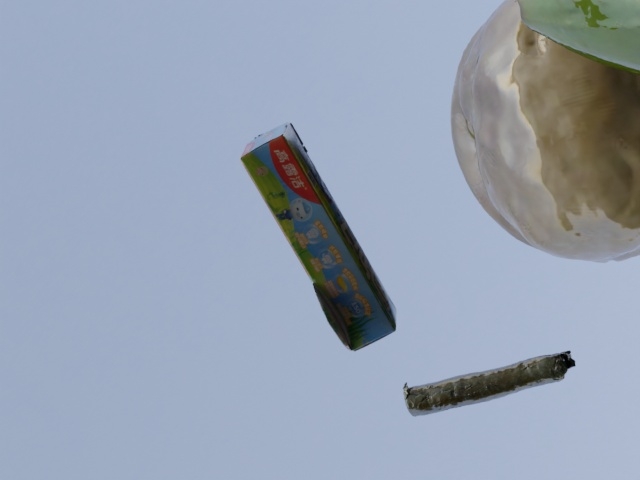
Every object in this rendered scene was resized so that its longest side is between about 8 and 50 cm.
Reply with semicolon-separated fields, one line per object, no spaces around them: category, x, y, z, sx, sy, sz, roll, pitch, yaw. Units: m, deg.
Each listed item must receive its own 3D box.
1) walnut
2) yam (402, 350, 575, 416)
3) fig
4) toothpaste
walnut;0.329;-0.153;1.652;0.381;0.381;0.381;8;-110;-23
yam;0.127;0.107;1.022;0.033;0.129;0.027;58;-159;-44
fig;0.282;-0.235;1.103;0.230;0.207;0.207;16;-118;16
toothpaste;0.000;0.000;1.123;0.044;0.070;0.193;-27;-76;12
